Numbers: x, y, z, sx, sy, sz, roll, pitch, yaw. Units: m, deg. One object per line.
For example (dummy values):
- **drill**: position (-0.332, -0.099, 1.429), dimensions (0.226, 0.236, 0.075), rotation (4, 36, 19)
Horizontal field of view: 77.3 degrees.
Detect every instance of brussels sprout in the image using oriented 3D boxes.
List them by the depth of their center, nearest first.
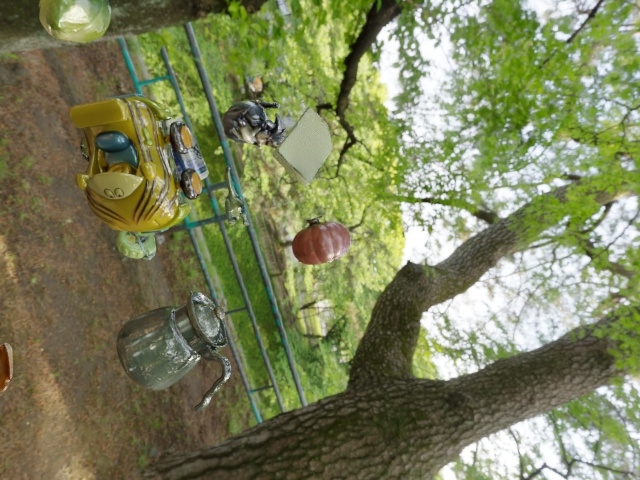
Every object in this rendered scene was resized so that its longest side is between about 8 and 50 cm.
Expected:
- **brussels sprout**: position (-0.559, -0.529, 0.913), dimensions (0.117, 0.155, 0.155), rotation (59, -2, 5)

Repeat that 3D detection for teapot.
- **teapot**: position (-0.384, 0.293, 1.122), dimensions (0.223, 0.285, 0.305), rotation (55, 4, -47)

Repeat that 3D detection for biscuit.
- **biscuit**: position (-0.044, -0.305, 1.289), dimensions (0.150, 0.052, 0.252), rotation (41, 55, -20)

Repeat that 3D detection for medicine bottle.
- **medicine bottle**: position (-0.429, -0.273, 1.234), dimensions (0.107, 0.107, 0.191), rotation (-104, 176, -67)

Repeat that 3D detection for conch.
- **conch**: position (-0.927, 0.347, 1.120), dimensions (0.176, 0.094, 0.104), rotation (51, 13, 10)

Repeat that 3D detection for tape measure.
- **tape measure**: position (-0.855, 0.006, 1.871), dimensions (0.106, 0.176, 0.199), rotation (-54, -134, 42)

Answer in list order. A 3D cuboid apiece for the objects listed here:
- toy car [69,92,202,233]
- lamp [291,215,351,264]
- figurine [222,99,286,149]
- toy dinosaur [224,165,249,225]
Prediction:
- **toy car**: position (-0.332, -0.126, 0.695), dimensions (0.142, 0.201, 0.247), rotation (-59, 139, -73)
- **lamp**: position (0.000, 0.000, 1.190), dimensions (0.182, 0.182, 0.139), rotation (-104, 179, -86)
- **figurine**: position (-0.242, -0.431, 1.508), dimensions (0.175, 0.265, 0.196), rotation (90, 20, -49)
- **toy dinosaur**: position (-0.316, -0.123, 1.478), dimensions (0.363, 0.077, 0.147), rotation (107, -33, -66)
